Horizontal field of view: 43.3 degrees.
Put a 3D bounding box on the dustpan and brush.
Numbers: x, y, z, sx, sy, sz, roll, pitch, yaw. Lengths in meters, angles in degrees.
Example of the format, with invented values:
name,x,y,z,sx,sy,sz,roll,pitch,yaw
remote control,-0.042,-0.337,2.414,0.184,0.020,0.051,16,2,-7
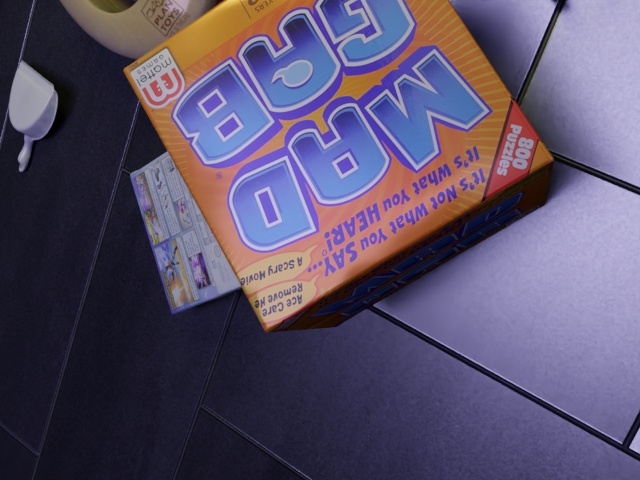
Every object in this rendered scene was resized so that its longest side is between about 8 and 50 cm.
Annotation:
name,x,y,z,sx,sy,sz,roll,pitch,yaw
dustpan and brush,-0.586,-0.236,1.626,0.147,0.060,0.211,37,105,34

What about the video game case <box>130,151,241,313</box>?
name,x,y,z,sx,sy,sz,roll,pitch,yaw
video game case,-0.205,-0.032,1.390,0.244,0.061,0.269,-22,84,41

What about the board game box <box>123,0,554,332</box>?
name,x,y,z,sx,sy,sz,roll,pitch,yaw
board game box,0.044,-0.125,1.041,0.356,0.356,0.356,-32,78,9

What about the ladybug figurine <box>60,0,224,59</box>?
name,x,y,z,sx,sy,sz,roll,pitch,yaw
ladybug figurine,-0.307,-0.484,1.372,0.305,0.162,0.449,-46,72,26
